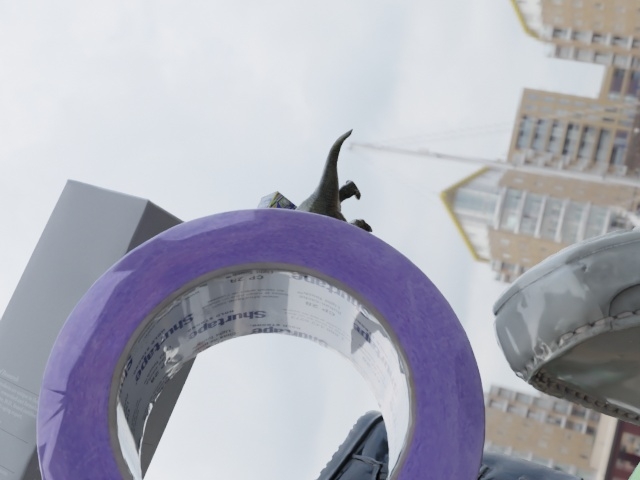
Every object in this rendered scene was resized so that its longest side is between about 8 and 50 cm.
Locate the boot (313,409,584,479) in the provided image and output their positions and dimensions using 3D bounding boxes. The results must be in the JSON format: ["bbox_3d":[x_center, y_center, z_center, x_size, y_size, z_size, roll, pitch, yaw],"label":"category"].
[{"bbox_3d":[0.157,0.469,1.364,0.146,0.445,0.367,43,-110,-38],"label":"boot"}]

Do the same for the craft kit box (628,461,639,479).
[{"bbox_3d":[0.371,0.295,0.933,0.246,0.061,0.250,-47,-4,-17],"label":"craft kit box"}]

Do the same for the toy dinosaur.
[{"bbox_3d":[0.000,0.000,1.283,0.160,0.121,0.313,-26,-31,-55],"label":"toy dinosaur"}]

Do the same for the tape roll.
[{"bbox_3d":[-0.026,0.085,0.414,0.080,0.189,0.189,97,-165,-61],"label":"tape roll"}]

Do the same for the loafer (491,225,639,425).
[{"bbox_3d":[0.223,0.069,0.406,0.112,0.320,0.111,128,146,-50],"label":"loafer"}]

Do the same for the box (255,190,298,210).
[{"bbox_3d":[-0.099,0.003,1.511,0.059,0.054,0.169,39,-120,-21],"label":"box"}]

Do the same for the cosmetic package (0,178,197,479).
[{"bbox_3d":[-0.172,0.086,0.692,0.127,0.107,0.238,41,-114,-53],"label":"cosmetic package"}]
